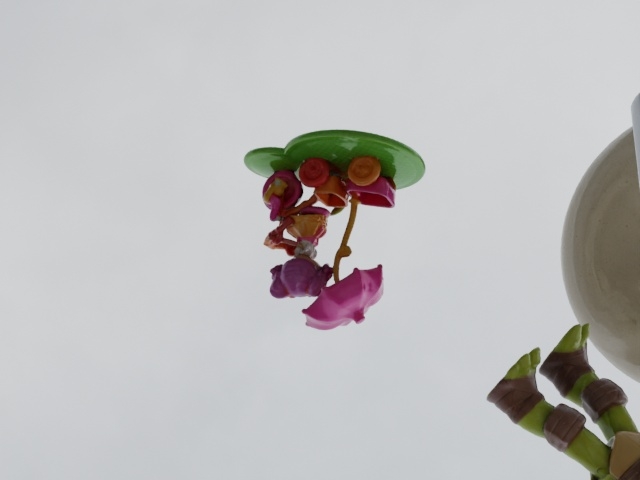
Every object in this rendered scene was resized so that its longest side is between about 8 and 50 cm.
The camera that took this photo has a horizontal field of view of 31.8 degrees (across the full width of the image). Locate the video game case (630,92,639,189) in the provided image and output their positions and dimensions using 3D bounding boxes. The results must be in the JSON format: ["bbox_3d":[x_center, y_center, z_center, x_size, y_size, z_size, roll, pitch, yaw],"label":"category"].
[{"bbox_3d":[0.381,-0.026,0.989,0.206,0.026,0.227,14,-131,-7],"label":"video game case"}]

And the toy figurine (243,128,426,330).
[{"bbox_3d":[0.000,0.000,0.999,0.173,0.130,0.159,1,-110,22],"label":"toy figurine"}]

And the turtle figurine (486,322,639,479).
[{"bbox_3d":[0.244,0.164,0.846,0.270,0.087,0.217,-27,-120,-27],"label":"turtle figurine"}]

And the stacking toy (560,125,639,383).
[{"bbox_3d":[0.485,-0.011,1.463,0.351,0.480,0.350,1,-82,10],"label":"stacking toy"}]
